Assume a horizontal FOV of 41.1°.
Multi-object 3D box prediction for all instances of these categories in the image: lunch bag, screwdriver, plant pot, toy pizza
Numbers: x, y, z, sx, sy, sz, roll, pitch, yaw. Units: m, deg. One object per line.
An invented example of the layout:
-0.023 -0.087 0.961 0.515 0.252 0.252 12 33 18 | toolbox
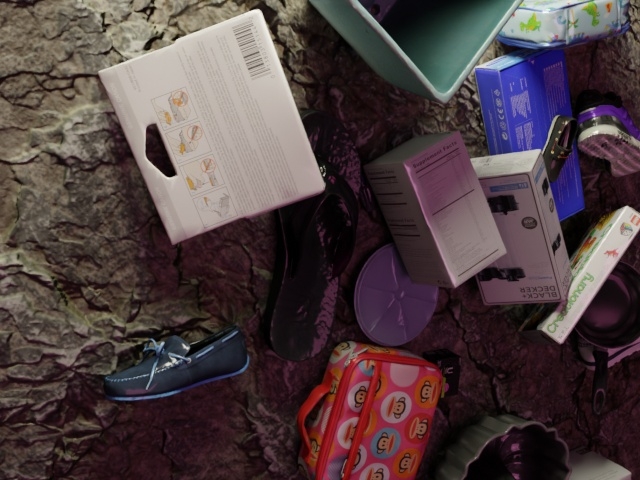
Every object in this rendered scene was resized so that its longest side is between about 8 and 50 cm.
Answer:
0.443 -0.413 1.573 0.219 0.176 0.090 -19 117 -22 | lunch bag
0.079 0.337 1.611 0.258 0.120 0.293 13 96 -28 | lunch bag
0.064 -0.129 1.529 0.024 0.025 0.169 -26 106 -21 | screwdriver
0.122 -0.394 1.345 0.247 0.252 0.247 40 82 -31 | plant pot
0.141 0.100 1.619 0.201 0.032 0.201 -6 100 -33 | toy pizza

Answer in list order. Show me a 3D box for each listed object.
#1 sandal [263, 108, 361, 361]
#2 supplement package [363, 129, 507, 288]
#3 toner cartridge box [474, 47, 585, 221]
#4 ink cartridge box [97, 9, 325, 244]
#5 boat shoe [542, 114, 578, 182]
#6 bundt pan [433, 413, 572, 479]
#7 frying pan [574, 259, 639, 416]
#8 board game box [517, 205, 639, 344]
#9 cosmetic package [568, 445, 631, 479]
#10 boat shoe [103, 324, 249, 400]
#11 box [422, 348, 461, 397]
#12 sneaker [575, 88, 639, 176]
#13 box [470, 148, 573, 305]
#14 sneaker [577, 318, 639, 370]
0.002 0.001 1.472 0.168 0.107 0.445 -3 105 -29 | sandal
0.204 -0.056 1.527 0.139 0.134 0.244 -30 105 -25 | supplement package
0.414 -0.195 1.673 0.165 0.075 0.347 -25 115 -24 | toner cartridge box
-0.163 -0.174 1.332 0.261 0.066 0.296 -19 106 3 | ink cartridge box
0.456 -0.173 1.635 0.049 0.042 0.133 7 101 -34 | boat shoe
0.370 0.514 1.817 0.331 0.124 0.330 -8 107 -27 | bundt pan
0.641 0.200 1.864 0.197 0.053 0.326 -11 87 -8 | frying pan
0.531 0.077 1.752 0.053 0.193 0.305 36 83 3 | board game box
0.599 0.600 1.955 0.151 0.151 0.183 -13 110 -27 | cosmetic package
-0.241 0.195 1.405 0.258 0.109 0.089 -13 103 -44 | boat shoe
0.241 0.267 1.716 0.062 0.052 0.083 -5 105 -28 | box
0.608 -0.233 1.759 0.293 0.102 0.146 19 57 -49 | sneaker
0.365 -0.018 1.631 0.087 0.169 0.290 -54 132 -49 | box
0.682 0.201 1.936 0.235 0.090 0.094 -29 106 -22 | sneaker
